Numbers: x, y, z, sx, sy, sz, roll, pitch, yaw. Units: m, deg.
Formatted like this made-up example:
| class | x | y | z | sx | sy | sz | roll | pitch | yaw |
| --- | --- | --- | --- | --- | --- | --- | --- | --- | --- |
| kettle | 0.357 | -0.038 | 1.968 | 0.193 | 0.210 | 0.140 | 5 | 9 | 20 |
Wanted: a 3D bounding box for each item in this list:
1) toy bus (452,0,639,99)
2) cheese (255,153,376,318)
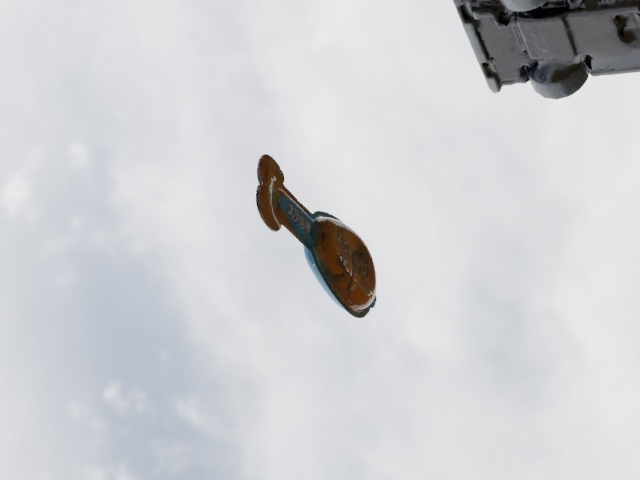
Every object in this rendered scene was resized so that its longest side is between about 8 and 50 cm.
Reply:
| class | x | y | z | sx | sy | sz | roll | pitch | yaw |
| --- | --- | --- | --- | --- | --- | --- | --- | --- | --- |
| toy bus | 0.096 | -0.080 | 0.546 | 0.052 | 0.102 | 0.058 | 60 | -147 | -47 |
| cheese | -0.001 | 0.000 | 0.844 | 0.111 | 0.017 | 0.047 | 44 | -146 | -47 |
